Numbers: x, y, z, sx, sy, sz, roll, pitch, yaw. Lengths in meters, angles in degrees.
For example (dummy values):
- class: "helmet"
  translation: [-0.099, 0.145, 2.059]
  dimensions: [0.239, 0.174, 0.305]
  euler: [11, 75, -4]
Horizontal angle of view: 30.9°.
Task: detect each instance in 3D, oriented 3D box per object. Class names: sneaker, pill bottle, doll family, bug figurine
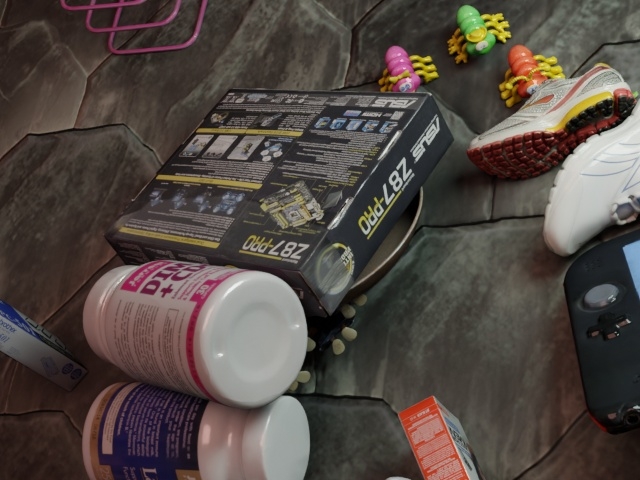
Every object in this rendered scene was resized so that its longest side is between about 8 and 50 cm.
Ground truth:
- class: "sneaker"
  translation: [0.296, -0.154, 1.510]
  dimensions: [0.225, 0.088, 0.093]
  euler: [-23, 48, 17]
- class: "pill bottle"
  translation: [-0.156, 0.257, 1.472]
  dimensions: [0.264, 0.153, 0.153]
  euler: [-3, 62, 27]
- class: "doll family"
  translation: [-0.014, 0.105, 1.532]
  dimensions: [0.193, 0.076, 0.111]
  euler: [-37, 30, -4]
- class: "pill bottle"
  translation: [-0.163, 0.107, 1.421]
  dimensions: [0.283, 0.160, 0.160]
  euler: [4, 65, 48]
- class: "bug figurine"
  translation: [0.184, -0.220, 1.612]
  dimensions: [0.279, 0.072, 0.216]
  euler: [-29, 54, 11]
- class: "sneaker"
  translation: [0.393, -0.086, 1.410]
  dimensions: [0.297, 0.111, 0.129]
  euler: [-44, 58, 0]

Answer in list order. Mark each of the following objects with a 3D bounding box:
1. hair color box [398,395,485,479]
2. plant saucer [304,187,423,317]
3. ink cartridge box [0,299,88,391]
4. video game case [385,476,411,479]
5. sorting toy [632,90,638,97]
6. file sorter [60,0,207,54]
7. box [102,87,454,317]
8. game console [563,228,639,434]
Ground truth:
- class: "hair color box"
  translation: [0.155, 0.273, 1.338]
  dimensions: [0.053, 0.093, 0.167]
  euler: [-29, 54, 11]
- class: "plant saucer"
  translation: [0.000, 0.000, 1.548]
  dimensions: [0.310, 0.050, 0.311]
  euler: [-20, 35, 15]
- class: "ink cartridge box"
  translation: [-0.426, 0.138, 1.646]
  dimensions: [0.046, 0.207, 0.097]
  euler: [-49, 53, -4]
- class: "video game case"
  translation: [0.038, 0.460, 1.224]
  dimensions: [0.300, 0.036, 0.329]
  euler: [-50, 39, 46]
- class: "sorting toy"
  translation: [0.376, -0.172, 1.521]
  dimensions: [0.083, 0.012, 0.062]
  euler: [-47, 52, -3]
- class: "file sorter"
  translation: [-0.329, -0.453, 1.878]
  dimensions: [0.202, 0.290, 0.182]
  euler: [-1, 66, 27]
- class: "box"
  translation: [-0.062, -0.070, 1.554]
  dimensions: [0.395, 0.097, 0.318]
  euler: [8, 50, 43]
- class: "game console"
  translation: [0.453, 0.043, 1.223]
  dimensions: [0.386, 0.060, 0.342]
  euler: [-22, 18, 16]
